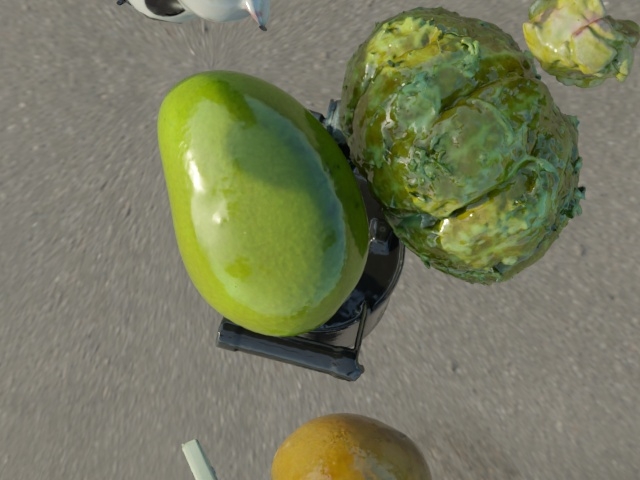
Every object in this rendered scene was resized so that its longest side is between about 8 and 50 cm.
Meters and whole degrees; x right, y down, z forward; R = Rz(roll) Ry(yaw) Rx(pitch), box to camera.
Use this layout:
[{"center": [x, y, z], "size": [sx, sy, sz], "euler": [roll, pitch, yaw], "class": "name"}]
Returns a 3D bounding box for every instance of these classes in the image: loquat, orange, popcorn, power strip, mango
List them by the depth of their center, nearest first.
[{"center": [-0.086, 0.199, 1.075], "size": [0.016, 0.040, 0.090], "euler": [-25, 54, -6], "class": "power strip"}, {"center": [0.249, -0.192, 1.301], "size": [0.109, 0.097, 0.089], "euler": [12, 74, 15], "class": "popcorn"}, {"center": [-0.053, -0.037, 1.325], "size": [0.185, 0.149, 0.273], "euler": [-10, 101, 15], "class": "mango"}, {"center": [0.147, -0.112, 1.412], "size": [0.223, 0.300, 0.301], "euler": [-31, 118, 9], "class": "orange"}, {"center": [0.036, 0.378, 1.926], "size": [0.263, 0.263, 0.263], "euler": [-1, 97, -5], "class": "loquat"}]

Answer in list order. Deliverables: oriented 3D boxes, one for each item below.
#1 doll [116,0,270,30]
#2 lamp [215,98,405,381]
[{"center": [-0.110, -0.248, 1.222], "size": [0.110, 0.180, 0.107], "euler": [45, 67, -33], "class": "doll"}, {"center": [-0.009, 0.040, 1.645], "size": [0.205, 0.272, 0.374], "euler": [13, 57, 2], "class": "lamp"}]
